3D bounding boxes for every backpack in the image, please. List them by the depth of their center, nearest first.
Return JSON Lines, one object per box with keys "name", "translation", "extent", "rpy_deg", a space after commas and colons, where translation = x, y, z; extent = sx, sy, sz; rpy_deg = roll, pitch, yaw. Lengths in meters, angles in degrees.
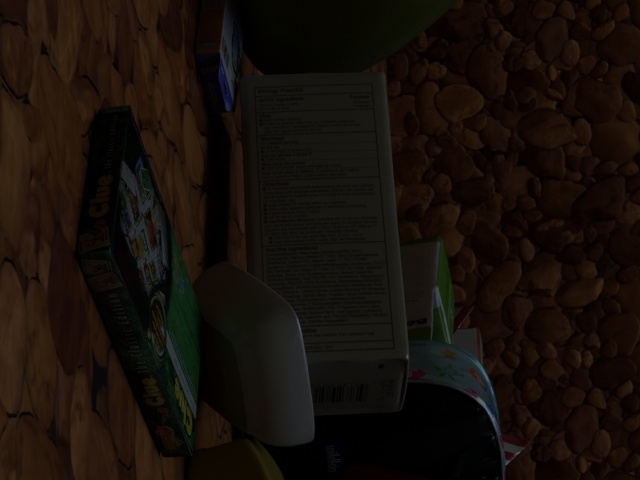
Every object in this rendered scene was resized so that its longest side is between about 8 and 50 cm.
{"name": "backpack", "translation": [0.057, 0.205, 1.716], "extent": [0.191, 0.254, 0.225], "rpy_deg": [-76, 160, -66]}

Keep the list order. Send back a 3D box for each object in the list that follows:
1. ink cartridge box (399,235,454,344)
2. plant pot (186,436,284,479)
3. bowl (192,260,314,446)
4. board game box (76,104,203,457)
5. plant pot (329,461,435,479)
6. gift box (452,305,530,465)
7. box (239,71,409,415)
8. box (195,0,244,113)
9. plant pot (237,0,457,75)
{"name": "ink cartridge box", "translation": [0.048, 0.107, 1.922], "extent": [0.255, 0.189, 0.097], "rpy_deg": [-80, 158, -61]}
{"name": "plant pot", "translation": [-0.071, 0.210, 1.442], "extent": [0.081, 0.081, 0.083], "rpy_deg": [38, 37, -80]}
{"name": "bowl", "translation": [-0.067, 0.100, 1.449], "extent": [0.142, 0.053, 0.142], "rpy_deg": [32, -44, 52]}
{"name": "board game box", "translation": [-0.129, 0.037, 1.281], "extent": [0.259, 0.030, 0.136], "rpy_deg": [77, 10, -50]}
{"name": "plant pot", "translation": [0.062, 0.354, 1.513], "extent": [0.236, 0.267, 0.267], "rpy_deg": [34, -28, 38]}
{"name": "gift box", "translation": [0.112, 0.241, 2.078], "extent": [0.258, 0.276, 0.255], "rpy_deg": [72, 10, -55]}
{"name": "box", "translation": [0.000, 0.000, 1.626], "extent": [0.121, 0.148, 0.311], "rpy_deg": [91, -3, -61]}
{"name": "box", "translation": [-0.097, -0.186, 1.651], "extent": [0.081, 0.028, 0.136], "rpy_deg": [77, 14, -48]}
{"name": "plant pot", "translation": [0.018, -0.281, 1.726], "extent": [0.293, 0.275, 0.274], "rpy_deg": [121, -28, -60]}
